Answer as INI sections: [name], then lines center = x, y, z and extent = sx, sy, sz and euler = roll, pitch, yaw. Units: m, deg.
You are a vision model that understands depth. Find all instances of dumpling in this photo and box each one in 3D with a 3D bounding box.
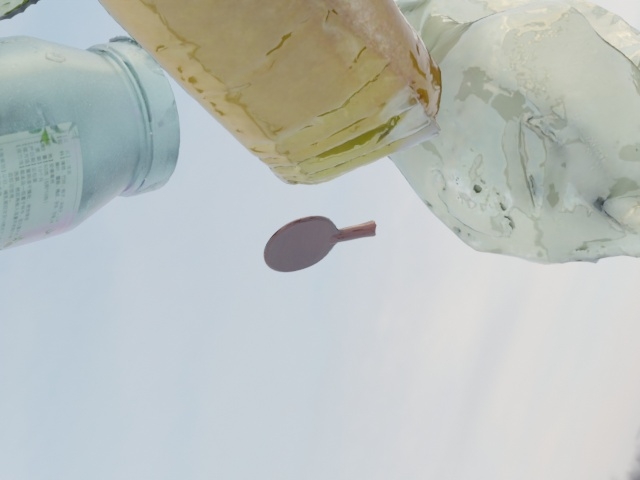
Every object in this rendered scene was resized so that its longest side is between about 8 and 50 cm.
[dumpling]
center = 0.184, -0.105, 1.009
extent = 0.243, 0.318, 0.187
euler = -48, -17, -36

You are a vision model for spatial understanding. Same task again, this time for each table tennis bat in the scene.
[table tennis bat]
center = 0.000, 0.000, 1.536
extent = 0.155, 0.019, 0.098
euler = -13, -40, -21

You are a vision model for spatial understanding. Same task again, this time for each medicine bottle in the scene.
[medicine bottle]
center = -0.337, -0.125, 1.430
extent = 0.290, 0.245, 0.245
euler = -19, -49, -37

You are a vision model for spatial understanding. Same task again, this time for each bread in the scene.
[bread]
center = -0.056, -0.147, 0.588
extent = 0.119, 0.152, 0.288
euler = -38, -51, 9

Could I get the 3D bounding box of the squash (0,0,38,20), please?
[squash]
center = -0.251, -0.247, 0.771
extent = 0.133, 0.220, 0.220
euler = -172, 104, -79
